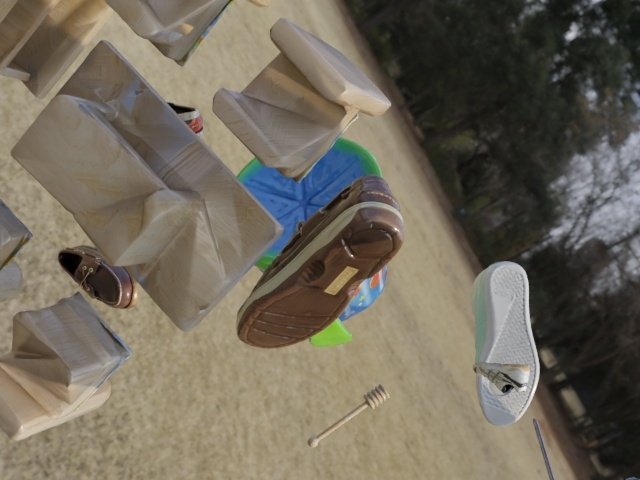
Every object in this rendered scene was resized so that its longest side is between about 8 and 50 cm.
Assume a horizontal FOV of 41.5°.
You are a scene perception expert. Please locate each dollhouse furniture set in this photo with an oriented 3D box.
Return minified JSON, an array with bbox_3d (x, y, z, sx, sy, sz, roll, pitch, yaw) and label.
[{"bbox_3d":[-0.189,-0.110,0.733,0.394,0.362,0.256,47,14,11],"label":"dollhouse furniture set"}]

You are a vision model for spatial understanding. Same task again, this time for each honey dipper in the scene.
[{"bbox_3d":[0.045,0.302,1.441,0.030,0.161,0.030,55,-8,11],"label":"honey dipper"}]

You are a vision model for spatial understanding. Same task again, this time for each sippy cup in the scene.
[{"bbox_3d":[0.000,0.000,1.257,0.240,0.305,0.224,20,-27,28],"label":"sippy cup"}]

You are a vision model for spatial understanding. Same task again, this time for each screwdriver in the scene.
[{"bbox_3d":[0.201,0.215,0.727,0.170,0.024,0.025,-89,179,-64],"label":"screwdriver"}]

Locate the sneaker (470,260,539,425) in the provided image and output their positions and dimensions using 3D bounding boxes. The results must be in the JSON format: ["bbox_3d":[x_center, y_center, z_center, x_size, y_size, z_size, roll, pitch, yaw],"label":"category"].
[{"bbox_3d":[0.291,0.163,1.363,0.151,0.094,0.256,67,25,-87],"label":"sneaker"}]

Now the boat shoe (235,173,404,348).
[{"bbox_3d":[-0.003,0.025,0.917,0.095,0.257,0.095,27,41,-30],"label":"boat shoe"}]

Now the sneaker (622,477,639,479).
[{"bbox_3d":[0.339,0.450,1.120,0.169,0.447,0.257,-137,-146,-57],"label":"sneaker"}]

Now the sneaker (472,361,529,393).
[{"bbox_3d":[0.217,0.167,1.026,0.032,0.083,0.037,7,83,-34],"label":"sneaker"}]

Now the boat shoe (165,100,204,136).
[{"bbox_3d":[-0.234,-0.192,1.274,0.137,0.049,0.043,20,-40,27],"label":"boat shoe"}]

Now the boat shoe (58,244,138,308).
[{"bbox_3d":[-0.363,0.059,1.363,0.073,0.073,0.207,6,10,-38],"label":"boat shoe"}]
